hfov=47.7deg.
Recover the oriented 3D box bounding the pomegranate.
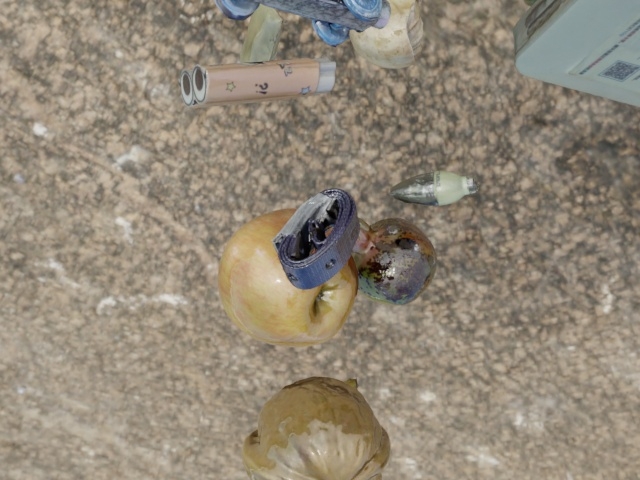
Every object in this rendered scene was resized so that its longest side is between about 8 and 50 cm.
[{"bbox_3d":[0.179,0.035,2.165,0.285,0.285,0.340,-33,122,29],"label":"pomegranate"}]

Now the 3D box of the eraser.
[{"bbox_3d":[-0.130,-0.330,1.504,0.290,0.171,0.087,-11,102,-29],"label":"eraser"}]

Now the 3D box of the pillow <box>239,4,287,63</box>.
[{"bbox_3d":[-0.143,-0.479,1.748,0.053,0.119,0.208,-16,147,-36],"label":"pillow"}]

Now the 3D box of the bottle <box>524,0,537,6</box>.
[{"bbox_3d":[0.497,-0.686,1.665,0.143,0.156,0.271,-4,122,36],"label":"bottle"}]

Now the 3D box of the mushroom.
[{"bbox_3d":[0.161,-0.537,1.787,0.188,0.254,0.195,9,160,16],"label":"mushroom"}]

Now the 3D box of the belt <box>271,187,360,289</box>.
[{"bbox_3d":[0.000,0.000,1.625,0.139,0.230,0.126,23,155,28],"label":"belt"}]

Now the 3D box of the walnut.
[{"bbox_3d":[-0.008,0.406,1.378,0.285,0.285,0.297,-2,105,5],"label":"walnut"}]

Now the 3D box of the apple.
[{"bbox_3d":[-0.082,0.107,1.957,0.391,0.346,0.392,-23,129,-32],"label":"apple"}]

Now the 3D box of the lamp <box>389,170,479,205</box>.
[{"bbox_3d":[0.320,-0.145,2.046,0.250,0.101,0.101,-7,132,16],"label":"lamp"}]

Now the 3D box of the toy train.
[{"bbox_3d":[-0.030,-0.415,1.066,0.299,0.202,0.131,8,168,-30],"label":"toy train"}]

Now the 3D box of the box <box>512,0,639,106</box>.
[{"bbox_3d":[0.578,-0.371,1.203,0.396,0.111,0.396,11,159,-16],"label":"box"}]

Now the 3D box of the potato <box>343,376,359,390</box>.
[{"bbox_3d":[0.061,0.443,1.850,0.089,0.101,0.172,-6,127,0],"label":"potato"}]
